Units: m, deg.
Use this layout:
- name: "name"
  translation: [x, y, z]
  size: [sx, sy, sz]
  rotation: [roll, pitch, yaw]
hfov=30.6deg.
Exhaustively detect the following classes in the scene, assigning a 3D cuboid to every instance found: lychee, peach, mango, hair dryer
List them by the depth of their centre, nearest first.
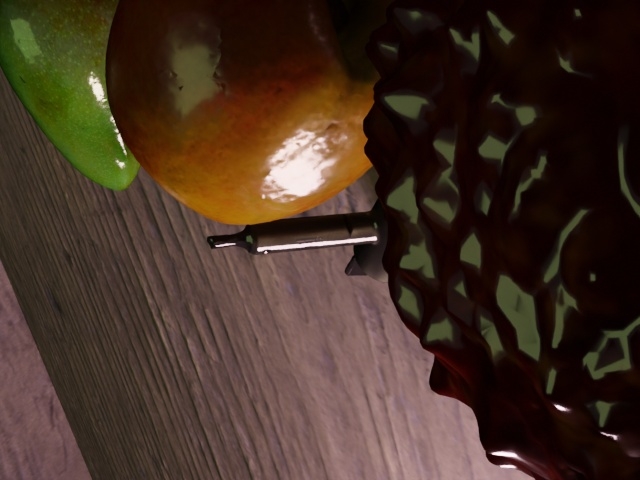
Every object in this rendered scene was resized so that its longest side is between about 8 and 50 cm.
- name: "lychee"
  translation: [0.244, -0.028, 0.541]
  size: [0.500, 0.424, 0.424]
  rotation: [50, 158, -19]
- name: "peach"
  translation: [-0.061, -0.168, 1.093]
  size: [0.332, 0.308, 0.308]
  rotation: [-30, 88, 55]
- name: "hair dryer"
  translation: [0.000, 0.000, 1.211]
  size: [0.195, 0.248, 0.078]
  rotation: [118, 145, -60]
- name: "mango"
  translation: [-0.341, -0.244, 1.644]
  size: [0.225, 0.201, 0.382]
  rotation: [13, 130, 45]
